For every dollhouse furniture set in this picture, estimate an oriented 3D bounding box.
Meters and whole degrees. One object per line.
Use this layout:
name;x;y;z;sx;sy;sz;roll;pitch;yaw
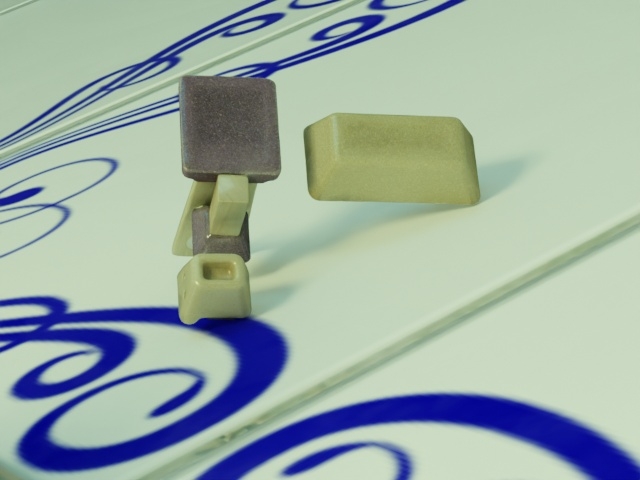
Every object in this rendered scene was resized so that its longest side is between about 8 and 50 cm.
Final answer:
dollhouse furniture set;0.000;0.000;0.735;0.114;0.091;0.081;1;-29;-11
